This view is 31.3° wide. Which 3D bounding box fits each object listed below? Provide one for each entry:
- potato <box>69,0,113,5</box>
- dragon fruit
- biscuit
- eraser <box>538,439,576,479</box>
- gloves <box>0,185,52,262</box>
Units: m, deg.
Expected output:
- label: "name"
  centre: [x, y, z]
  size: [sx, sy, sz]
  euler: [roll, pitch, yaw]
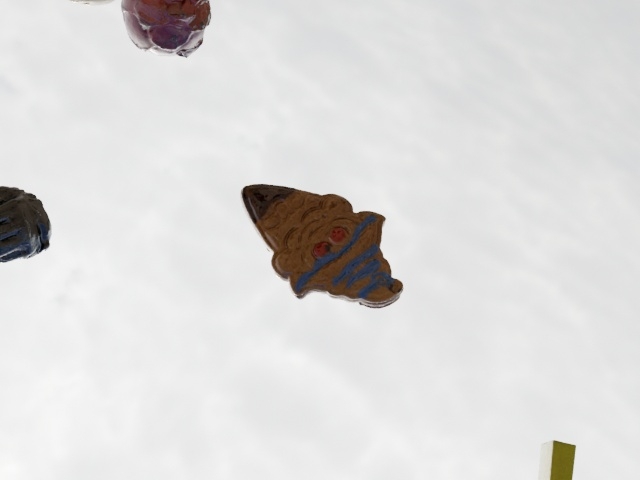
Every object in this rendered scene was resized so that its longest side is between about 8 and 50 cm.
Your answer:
- label: "potato"
  centre: [-0.292, -0.329, 1.446]
  size: [0.083, 0.068, 0.062]
  euler: [-1, -127, -57]
- label: "dragon fruit"
  centre: [-0.286, -0.428, 2.129]
  size: [0.172, 0.209, 0.172]
  euler: [3, -124, -4]
- label: "biscuit"
  centre: [0.000, 0.000, 1.639]
  size: [0.280, 0.043, 0.183]
  euler: [38, -117, 10]
- label: "eraser"
  centre: [0.412, 0.419, 2.011]
  size: [0.045, 0.122, 0.097]
  euler: [10, 166, -1]
- label: "gloves"
  centre: [-0.538, -0.019, 1.888]
  size: [0.106, 0.129, 0.180]
  euler: [16, -157, 24]
